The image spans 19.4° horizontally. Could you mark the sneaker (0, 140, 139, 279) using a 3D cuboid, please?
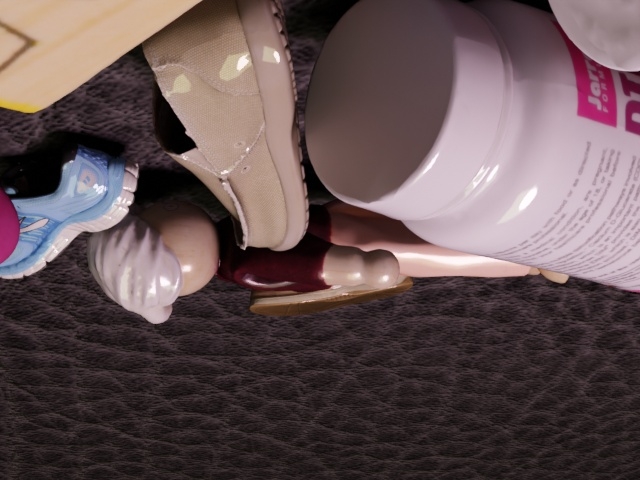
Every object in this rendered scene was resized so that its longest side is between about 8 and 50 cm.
[{"bbox_3d":[-0.202,-0.030,1.320,0.162,0.063,0.073,-30,132,35],"label":"sneaker"}]

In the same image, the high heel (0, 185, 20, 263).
[{"bbox_3d":[-0.297,-0.061,1.080,0.377,0.127,0.181,18,158,-41],"label":"high heel"}]

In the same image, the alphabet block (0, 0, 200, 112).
[{"bbox_3d":[-0.136,-0.188,0.754,0.193,0.192,0.197,16,147,-41],"label":"alphabet block"}]

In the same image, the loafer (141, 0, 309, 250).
[{"bbox_3d":[-0.059,-0.079,1.181,0.092,0.102,0.268,-6,149,0],"label":"loafer"}]

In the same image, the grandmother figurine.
[{"bbox_3d":[0.000,0.000,1.372,0.342,0.104,0.208,-4,177,-13],"label":"grandmother figurine"}]

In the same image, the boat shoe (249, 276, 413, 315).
[{"bbox_3d":[0.006,0.031,1.534,0.135,0.045,0.050,-9,166,-6],"label":"boat shoe"}]

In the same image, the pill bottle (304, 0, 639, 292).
[{"bbox_3d":[0.138,-0.063,1.192,0.283,0.160,0.160,12,151,-40],"label":"pill bottle"}]

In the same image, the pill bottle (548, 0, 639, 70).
[{"bbox_3d":[0.223,-0.161,0.938,0.221,0.121,0.121,-21,167,-32],"label":"pill bottle"}]
